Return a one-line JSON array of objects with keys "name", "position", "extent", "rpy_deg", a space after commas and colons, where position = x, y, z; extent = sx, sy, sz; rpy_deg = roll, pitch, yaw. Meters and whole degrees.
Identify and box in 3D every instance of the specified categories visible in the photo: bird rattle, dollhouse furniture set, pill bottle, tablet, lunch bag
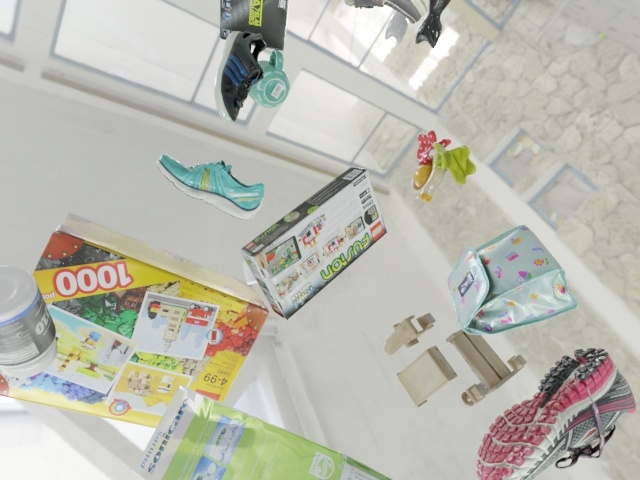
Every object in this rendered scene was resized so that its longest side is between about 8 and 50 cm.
[{"name": "bird rattle", "position": [0.319, -0.217, 1.289], "extent": [0.143, 0.207, 0.253], "rpy_deg": [22, -166, -21]}, {"name": "dollhouse furniture set", "position": [0.416, 0.362, 1.390], "extent": [0.355, 0.174, 0.303], "rpy_deg": [-12, -123, -40]}, {"name": "pill bottle", "position": [-0.367, 0.102, 0.525], "extent": [0.078, 0.137, 0.078], "rpy_deg": [7, -136, -7]}, {"name": "tablet", "position": [-0.119, 0.060, 0.919], "extent": [0.083, 0.054, 0.006], "rpy_deg": [-11, -171, -2]}, {"name": "lunch bag", "position": [0.452, 0.109, 1.103], "extent": [0.160, 0.262, 0.223], "rpy_deg": [55, -161, -24]}]

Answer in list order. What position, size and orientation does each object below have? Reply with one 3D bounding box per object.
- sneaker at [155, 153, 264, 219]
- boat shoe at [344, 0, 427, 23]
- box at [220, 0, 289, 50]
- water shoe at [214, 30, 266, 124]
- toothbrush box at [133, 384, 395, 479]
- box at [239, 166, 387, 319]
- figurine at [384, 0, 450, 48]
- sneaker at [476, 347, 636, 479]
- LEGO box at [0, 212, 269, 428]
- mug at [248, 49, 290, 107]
[{"name": "sneaker", "position": [-0.269, -0.153, 1.095], "extent": [0.275, 0.110, 0.107], "rpy_deg": [24, -166, -7]}, {"name": "boat shoe", "position": [0.071, -0.460, 0.773], "extent": [0.285, 0.092, 0.103], "rpy_deg": [17, -146, -37]}, {"name": "box", "position": [-0.178, -0.632, 1.195], "extent": [0.184, 0.191, 0.045], "rpy_deg": [11, -134, -4]}, {"name": "water shoe", "position": [-0.155, -0.327, 0.865], "extent": [0.080, 0.203, 0.073], "rpy_deg": [2, 167, 14]}, {"name": "toothbrush box", "position": [-0.055, 0.303, 0.546], "extent": [0.206, 0.283, 0.122], "rpy_deg": [48, -125, -40]}, {"name": "box", "position": [0.000, 0.000, 0.604], "extent": [0.207, 0.114, 0.036], "rpy_deg": [-39, -144, -24]}, {"name": "figurine", "position": [0.266, -0.651, 1.210], "extent": [0.092, 0.210, 0.215], "rpy_deg": [-7, -152, -35]}, {"name": "sneaker", "position": [0.370, 0.296, 0.674], "extent": [0.112, 0.299, 0.121], "rpy_deg": [55, 168, 3]}, {"name": "LEGO box", "position": [-0.439, 0.215, 1.054], "extent": [0.500, 0.373, 0.193], "rpy_deg": [25, -177, -26]}, {"name": "mug", "position": [-0.161, -0.491, 1.354], "extent": [0.129, 0.158, 0.097], "rpy_deg": [-23, -136, -18]}]
